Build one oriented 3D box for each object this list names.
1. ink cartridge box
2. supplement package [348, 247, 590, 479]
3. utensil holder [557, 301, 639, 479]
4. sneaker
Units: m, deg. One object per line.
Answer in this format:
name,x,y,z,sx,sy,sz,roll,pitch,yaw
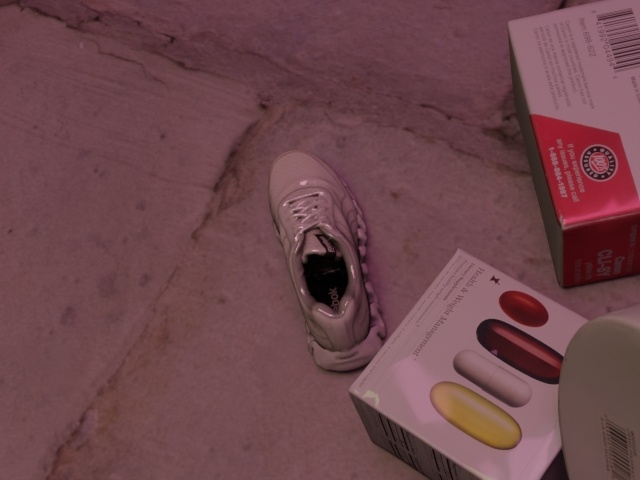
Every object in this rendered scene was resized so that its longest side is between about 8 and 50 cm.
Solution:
ink cartridge box,0.423,-0.132,1.201,0.384,0.160,0.279,-11,59,7
supplement package,0.175,0.156,1.103,0.203,0.149,0.194,30,71,27
utensil holder,0.436,0.157,0.881,0.385,0.328,0.328,-15,57,-15
sneaker,0.000,0.000,1.254,0.110,0.118,0.292,-20,57,3
